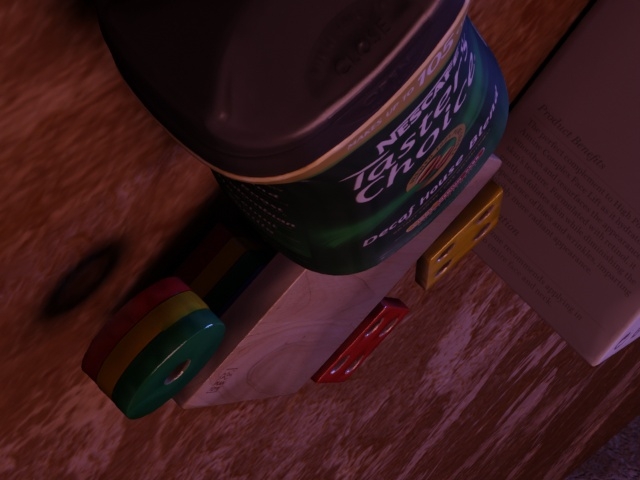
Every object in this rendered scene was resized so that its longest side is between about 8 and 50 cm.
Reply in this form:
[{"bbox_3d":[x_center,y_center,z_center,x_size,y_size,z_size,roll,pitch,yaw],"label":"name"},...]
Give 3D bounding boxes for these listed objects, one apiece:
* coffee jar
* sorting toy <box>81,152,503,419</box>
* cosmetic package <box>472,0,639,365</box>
[{"bbox_3d":[0.001,-0.052,0.565,0.096,0.079,0.184,-45,166,-1],"label":"coffee jar"},{"bbox_3d":[0.000,0.000,0.776,0.132,0.046,0.274,-48,165,11],"label":"sorting toy"},{"bbox_3d":[0.170,-0.063,0.951,0.231,0.117,0.085,-52,166,28],"label":"cosmetic package"}]
